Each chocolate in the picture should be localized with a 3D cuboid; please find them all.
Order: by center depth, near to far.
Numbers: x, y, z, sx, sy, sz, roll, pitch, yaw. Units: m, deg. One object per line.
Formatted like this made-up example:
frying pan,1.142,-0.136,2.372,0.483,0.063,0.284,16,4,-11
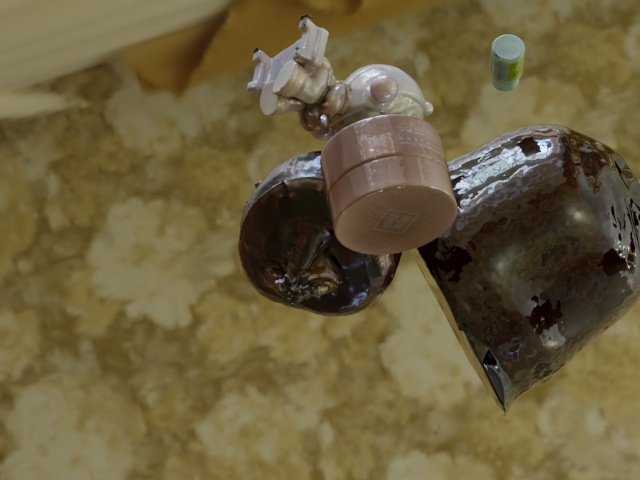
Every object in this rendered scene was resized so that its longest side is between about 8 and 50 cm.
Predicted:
chocolate,0.311,0.010,2.171,0.383,0.331,0.383,61,-1,2

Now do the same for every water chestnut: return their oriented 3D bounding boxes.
water chestnut,0.000,0.000,1.956,0.238,0.224,0.223,-65,141,-58

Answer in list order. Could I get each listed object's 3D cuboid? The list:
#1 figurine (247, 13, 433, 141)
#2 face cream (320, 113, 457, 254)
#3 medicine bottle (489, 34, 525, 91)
figurine,0.037,-0.192,2.047,0.257,0.182,0.144,24,37,-29
face cream,0.080,-0.065,1.773,0.149,0.149,0.104,67,10,-58
medicine bottle,0.262,-0.248,2.107,0.083,0.047,0.047,82,-6,-62
